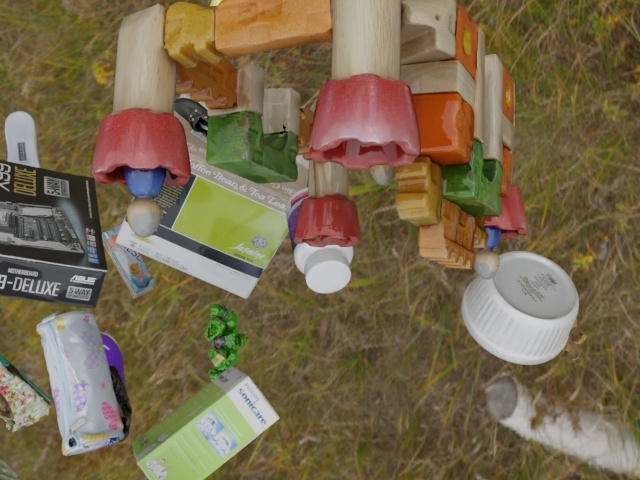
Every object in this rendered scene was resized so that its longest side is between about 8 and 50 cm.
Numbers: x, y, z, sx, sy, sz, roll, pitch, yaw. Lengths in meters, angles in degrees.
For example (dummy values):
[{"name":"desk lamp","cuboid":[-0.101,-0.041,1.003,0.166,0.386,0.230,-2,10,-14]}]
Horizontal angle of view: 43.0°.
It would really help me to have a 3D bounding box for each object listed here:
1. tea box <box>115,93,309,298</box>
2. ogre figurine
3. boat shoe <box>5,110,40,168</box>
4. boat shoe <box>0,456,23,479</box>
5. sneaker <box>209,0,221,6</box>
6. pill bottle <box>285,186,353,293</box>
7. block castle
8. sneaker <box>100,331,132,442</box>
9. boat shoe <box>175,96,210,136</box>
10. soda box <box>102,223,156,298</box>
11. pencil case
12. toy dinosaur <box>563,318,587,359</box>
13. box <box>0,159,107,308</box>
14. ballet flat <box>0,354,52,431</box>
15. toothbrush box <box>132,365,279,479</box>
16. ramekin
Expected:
[{"name":"tea box","cuboid":[-0.233,-0.099,1.814,0.329,0.220,0.323,25,130,-12]},{"name":"ogre figurine","cuboid":[-0.247,0.257,2.093,0.097,0.118,0.197,-19,89,21]},{"name":"boat shoe","cuboid":[-0.611,-0.147,1.662,0.080,0.076,0.228,-6,78,-15]},{"name":"boat shoe","cuboid":[-0.547,0.282,1.064,0.500,0.187,0.156,42,104,19]},{"name":"sneaker","cuboid":[-0.156,-0.485,1.660,0.081,0.208,0.094,26,125,15]},{"name":"pill bottle","cuboid":[0.000,0.000,1.471,0.108,0.193,0.108,-6,133,-6]},{"name":"block castle","cuboid":[0.026,-0.077,0.825,0.303,0.453,0.213,-3,80,26]},{"name":"sneaker","cuboid":[-0.495,0.355,1.915,0.102,0.146,0.293,-17,124,-20]},{"name":"boat shoe","cuboid":[-0.236,-0.236,1.578,0.133,0.042,0.049,32,143,14]},{"name":"soda box","cuboid":[-0.490,0.053,2.070,0.183,0.058,0.063,57,154,11]},{"name":"pencil case","cuboid":[-0.465,0.273,1.560,0.113,0.124,0.273,-26,72,28]},{"name":"toy dinosaur","cuboid":[0.498,0.208,1.673,0.112,0.211,0.064,-28,110,-17]},{"name":"box","cuboid":[-0.477,-0.023,1.289,0.242,0.307,0.076,12,117,-25]},{"name":"ballet flat","cuboid":[-0.467,0.189,1.139,0.091,0.077,0.241,23,150,46]},{"name":"toothbrush box","cuboid":[-0.252,0.410,1.750,0.283,0.206,0.122,-38,98,-15]},{"name":"ramekin","cuboid":[0.373,0.114,1.499,0.207,0.207,0.109,21,135,6]}]
